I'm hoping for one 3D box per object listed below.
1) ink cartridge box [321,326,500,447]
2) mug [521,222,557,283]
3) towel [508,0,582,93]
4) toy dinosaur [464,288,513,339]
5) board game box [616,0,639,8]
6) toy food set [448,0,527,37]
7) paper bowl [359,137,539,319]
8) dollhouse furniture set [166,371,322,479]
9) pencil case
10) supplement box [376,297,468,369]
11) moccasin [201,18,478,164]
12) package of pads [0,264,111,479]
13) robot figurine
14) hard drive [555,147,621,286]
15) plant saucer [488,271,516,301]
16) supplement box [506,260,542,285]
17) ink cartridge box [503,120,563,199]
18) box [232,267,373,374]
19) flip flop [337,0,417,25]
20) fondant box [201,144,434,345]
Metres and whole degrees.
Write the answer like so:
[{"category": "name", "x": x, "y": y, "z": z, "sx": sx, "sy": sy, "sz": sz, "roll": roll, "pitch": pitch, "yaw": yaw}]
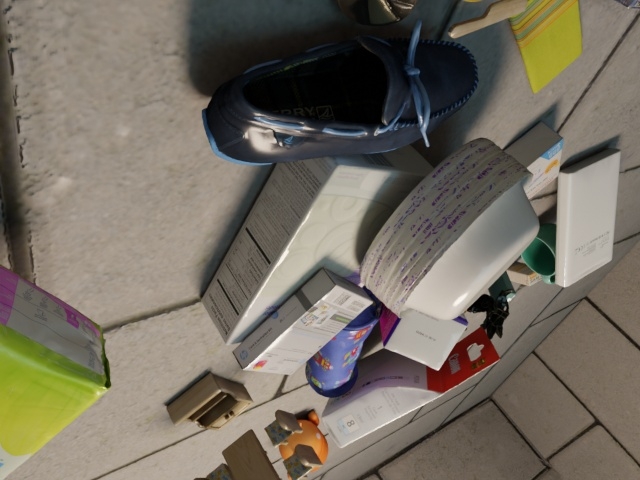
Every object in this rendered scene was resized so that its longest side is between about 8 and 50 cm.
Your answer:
[{"category": "ink cartridge box", "x": 0.202, "y": 0.294, "z": 1.230, "sx": 0.385, "sy": 0.091, "sz": 0.308, "roll": -33, "pitch": 178, "yaw": 11}, {"category": "mug", "x": 0.623, "y": 0.027, "z": 1.460, "sx": 0.097, "sy": 0.129, "sz": 0.158, "roll": -31, "pitch": 147, "yaw": -17}, {"category": "towel", "x": 0.344, "y": -0.315, "z": 0.809, "sx": 0.102, "sy": 0.021, "sz": 0.237, "roll": -40, "pitch": 151, "yaw": 15}, {"category": "toy dinosaur", "x": 0.319, "y": 0.118, "z": 1.255, "sx": 0.164, "sy": 0.218, "sz": 0.322, "roll": 22, "pitch": 87, "yaw": -19}, {"category": "board game box", "x": 0.544, "y": -0.451, "z": 0.795, "sx": 0.194, "sy": 0.060, "sz": 0.194, "roll": -16, "pitch": 144, "yaw": -34}, {"category": "toy food set", "x": 0.158, "y": -0.325, "z": 0.542, "sx": 0.128, "sy": 0.071, "sz": 0.218, "roll": -31, "pitch": 145, "yaw": -12}, {"category": "paper bowl", "x": 0.202, "y": 0.004, "z": 0.786, "sx": 0.284, "sy": 0.148, "sz": 0.284, "roll": -39, "pitch": 161, "yaw": -16}, {"category": "dollhouse furniture set", "x": -0.159, "y": 0.390, "z": 1.005, "sx": 0.212, "sy": 0.242, "sz": 0.161, "roll": -39, "pitch": 150, "yaw": 0}, {"category": "pencil case", "x": 0.041, "y": 0.201, "z": 1.086, "sx": 0.133, "sy": 0.119, "sz": 0.306, "roll": -36, "pitch": 153, "yaw": -32}, {"category": "supplement box", "x": 0.183, "y": 0.124, "z": 1.010, "sx": 0.220, "sy": 0.111, "sz": 0.114, "roll": -82, "pitch": -163, "yaw": -68}, {"category": "moccasin", "x": 0.051, "y": -0.150, "z": 0.572, "sx": 0.342, "sy": 0.138, "sz": 0.117, "roll": -24, "pitch": -179, "yaw": -24}, {"category": "package of pads", "x": -0.360, "y": 0.102, "z": 0.450, "sx": 0.229, "sy": 0.101, "sz": 0.296, "roll": -41, "pitch": 128, "yaw": 4}, {"category": "robot figurine", "x": -0.047, "y": 0.579, "z": 1.497, "sx": 0.158, "sy": 0.128, "sz": 0.219, "roll": -32, "pitch": 149, "yaw": -10}, {"category": "hard drive", "x": 0.675, "y": -0.056, "z": 1.350, "sx": 0.203, "sy": 0.040, "sz": 0.308, "roll": -23, "pitch": 117, "yaw": -25}, {"category": "plant saucer", "x": 0.423, "y": 0.084, "z": 1.300, "sx": 0.018, "sy": 0.192, "sz": 0.067, "roll": 20, "pitch": 125, "yaw": -14}, {"category": "supplement box", "x": 0.583, "y": 0.095, "z": 1.542, "sx": 0.062, "sy": 0.098, "sz": 0.036, "roll": -22, "pitch": 110, "yaw": -25}, {"category": "ink cartridge box", "x": 0.427, "y": -0.144, "z": 1.085, "sx": 0.104, "sy": 0.062, "sz": 0.181, "roll": -39, "pitch": 151, "yaw": 1}, {"category": "box", "x": -0.022, "y": 0.130, "z": 0.814, "sx": 0.186, "sy": 0.038, "sz": 0.145, "roll": -44, "pitch": 150, "yaw": 9}, {"category": "flip flop", "x": 0.069, "y": -0.311, "z": 0.453, "sx": 0.112, "sy": 0.080, "sz": 0.277, "roll": 10, "pitch": 153, "yaw": 1}, {"category": "fondant box", "x": 0.000, "y": 0.000, "z": 0.792, "sx": 0.238, "sy": 0.096, "sz": 0.330, "roll": -2, "pitch": 135, "yaw": -46}]
